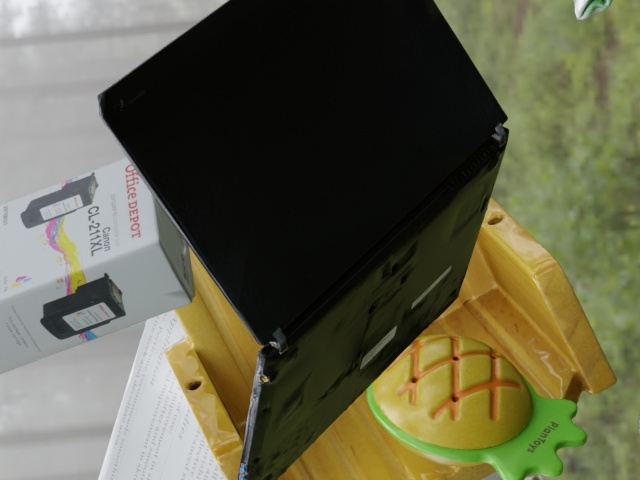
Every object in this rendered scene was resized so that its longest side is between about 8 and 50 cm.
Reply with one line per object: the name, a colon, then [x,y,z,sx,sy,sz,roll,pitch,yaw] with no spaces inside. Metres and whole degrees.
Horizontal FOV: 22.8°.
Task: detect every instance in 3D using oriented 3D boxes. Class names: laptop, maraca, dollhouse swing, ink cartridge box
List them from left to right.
ink cartridge box: [-0.198,0.016,1.262,0.127,0.175,0.072,-105,-8,-51]
laptop: [-0.009,-0.016,0.936,0.234,0.136,0.264,-42,-23,-33]
dollhouse swing: [0.019,0.035,1.428,0.305,0.347,0.315,66,173,-29]
maraca: [0.126,0.139,1.305,0.127,0.186,0.099,-44,-34,-38]

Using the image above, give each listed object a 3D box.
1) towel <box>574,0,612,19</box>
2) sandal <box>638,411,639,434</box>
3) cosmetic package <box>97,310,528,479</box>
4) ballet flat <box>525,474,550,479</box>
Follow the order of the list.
towel: [0.248,-0.380,1.444,0.325,0.038,0.248,-99,19,-48]
sandal: [0.325,0.059,1.153,0.054,0.254,0.097,12,-149,-51]
cosmetic package: [-0.022,0.273,1.830,0.394,0.327,0.329,26,98,60]
ballet flat: [0.216,0.275,1.623,0.232,0.080,0.073,-4,-107,-67]
